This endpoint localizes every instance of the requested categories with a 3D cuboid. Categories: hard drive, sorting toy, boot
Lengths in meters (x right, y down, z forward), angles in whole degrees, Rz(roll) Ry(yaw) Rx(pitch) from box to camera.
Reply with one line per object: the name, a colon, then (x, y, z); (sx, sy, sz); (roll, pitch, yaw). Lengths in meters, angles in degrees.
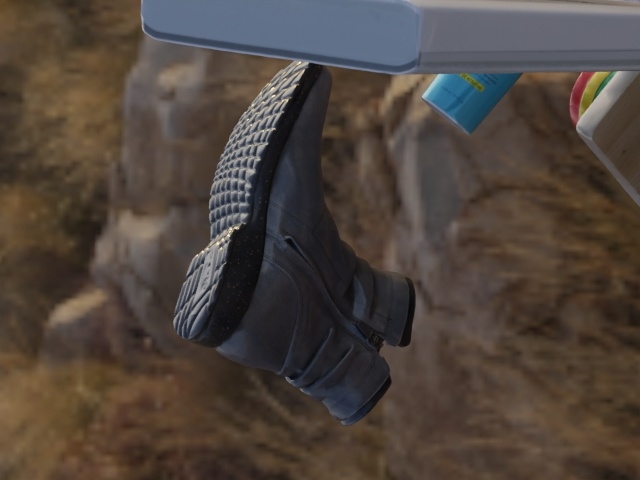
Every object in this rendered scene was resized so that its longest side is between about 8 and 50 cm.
hard drive: (0.076, -0.128, 1.056); (0.203, 0.307, 0.040); (13, 104, 41)
sorting toy: (0.371, -0.151, 1.775); (0.257, 0.255, 0.089); (-51, 43, -3)
boot: (0.000, 0.000, 1.793); (0.118, 0.223, 0.338); (-20, 46, 59)

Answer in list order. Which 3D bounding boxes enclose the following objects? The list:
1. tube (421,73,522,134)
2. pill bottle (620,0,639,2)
tube: (0.167, -0.183, 1.492); (0.207, 0.080, 0.052); (-52, -11, 1)
pill bottle: (0.377, -0.300, 2.087); (0.083, 0.043, 0.043); (-46, 38, 16)
